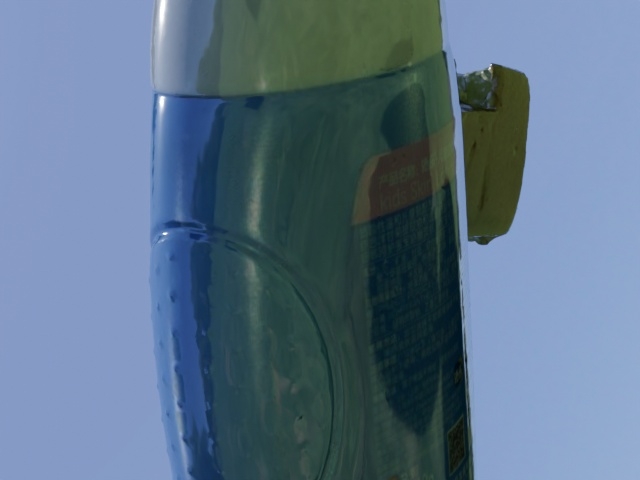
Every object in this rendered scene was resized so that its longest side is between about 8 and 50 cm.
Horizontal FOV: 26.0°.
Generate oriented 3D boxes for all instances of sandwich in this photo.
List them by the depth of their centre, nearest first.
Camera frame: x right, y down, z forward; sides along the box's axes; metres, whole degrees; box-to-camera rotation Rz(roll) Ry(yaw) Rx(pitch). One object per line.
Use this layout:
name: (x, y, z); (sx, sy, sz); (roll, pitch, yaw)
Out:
sandwich: (0.033, -0.061, 0.913); (0.236, 0.122, 0.128); (-3, -80, -57)

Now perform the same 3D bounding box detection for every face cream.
face cream: (0.000, 0.000, 0.447); (0.149, 0.083, 0.263); (-30, -59, -56)
